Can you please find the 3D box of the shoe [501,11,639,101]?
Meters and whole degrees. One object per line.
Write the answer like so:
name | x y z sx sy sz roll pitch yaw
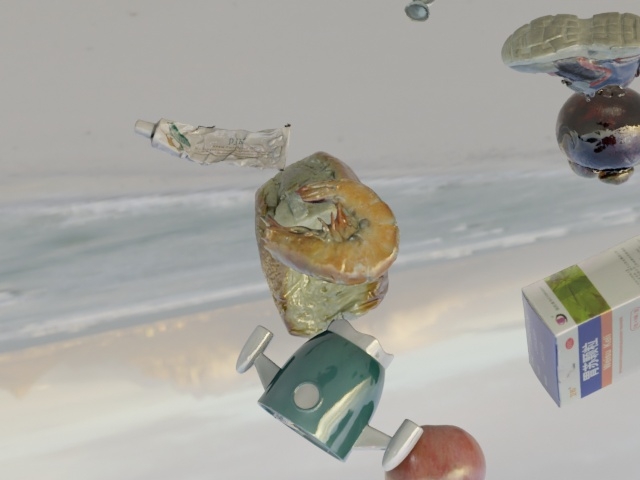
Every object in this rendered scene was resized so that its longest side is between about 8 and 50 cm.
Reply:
shoe | 0.398 -0.279 1.593 0.228 0.099 0.125 -2 142 16

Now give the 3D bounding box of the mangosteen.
mangosteen | 0.571 -0.217 2.064 0.210 0.209 0.210 -12 177 -1

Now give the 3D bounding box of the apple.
apple | 0.170 0.336 1.532 0.153 0.120 0.153 -4 159 -2

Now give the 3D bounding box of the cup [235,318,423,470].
cup | 0.018 0.212 1.516 0.300 0.173 0.167 31 168 19

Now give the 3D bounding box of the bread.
bread | 0.000 0.000 1.805 0.225 0.279 0.250 -18 -154 1

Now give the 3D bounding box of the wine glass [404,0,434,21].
wine glass | 0.150 -0.353 1.465 0.039 0.083 0.042 17 149 13

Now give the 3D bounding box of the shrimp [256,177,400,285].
shrimp | 0.009 -0.013 1.277 0.188 0.132 0.051 13 161 14

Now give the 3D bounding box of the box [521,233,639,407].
box | 0.463 0.105 1.555 0.299 0.106 0.200 -25 138 -6

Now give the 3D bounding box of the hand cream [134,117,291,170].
hand cream | -0.174 -0.158 1.639 0.257 0.084 0.050 8 154 8
